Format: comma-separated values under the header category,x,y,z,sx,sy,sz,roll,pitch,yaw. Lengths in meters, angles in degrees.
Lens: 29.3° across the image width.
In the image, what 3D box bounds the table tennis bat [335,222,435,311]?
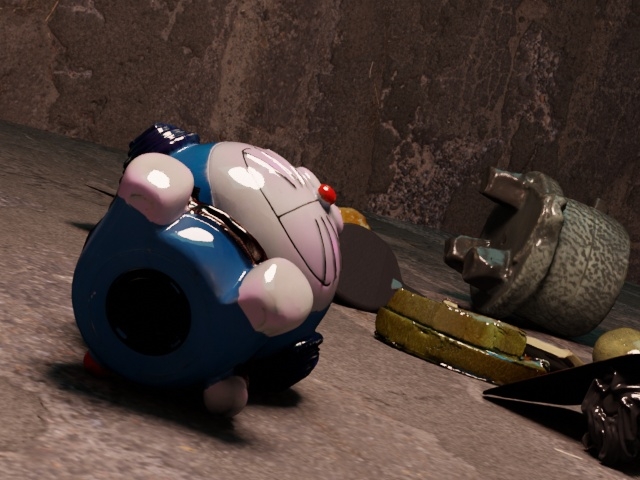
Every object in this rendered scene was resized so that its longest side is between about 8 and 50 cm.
category,x,y,z,sx,sy,sz,roll,pitch,yaw
table tennis bat,0.094,0.060,1.930,0.236,0.150,0.027,31,-40,-17

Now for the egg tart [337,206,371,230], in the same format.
category,x,y,z,sx,sy,sz,roll,pitch,yaw
egg tart,0.000,0.000,2.050,0.297,0.132,0.297,17,5,-2

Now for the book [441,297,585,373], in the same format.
category,x,y,z,sx,sy,sz,roll,pitch,yaw
book,0.295,0.157,1.777,0.231,0.026,0.157,23,-11,42

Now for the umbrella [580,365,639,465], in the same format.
category,x,y,z,sx,sy,sz,roll,pitch,yaw
umbrella,0.398,0.207,1.401,0.272,0.110,0.122,12,-27,-44

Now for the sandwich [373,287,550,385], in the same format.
category,x,y,z,sx,sy,sz,roll,pitch,yaw
sandwich,0.205,0.132,1.657,0.235,0.079,0.159,21,7,36

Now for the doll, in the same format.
category,x,y,z,sx,sy,sz,roll,pitch,yaw
doll,-0.102,0.022,1.154,0.284,0.240,0.310,56,22,-4

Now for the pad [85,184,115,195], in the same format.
category,x,y,z,sx,sy,sz,roll,pitch,yaw
pad,-0.180,0.020,1.943,0.315,0.063,0.375,19,-4,24

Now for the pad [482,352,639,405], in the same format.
category,x,y,z,sx,sy,sz,roll,pitch,yaw
pad,0.334,0.165,1.435,0.181,0.004,0.267,11,-21,-34

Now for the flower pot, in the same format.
category,x,y,z,sx,sy,sz,roll,pitch,yaw
flower pot,0.400,0.012,2.255,0.283,0.299,0.299,22,5,-10

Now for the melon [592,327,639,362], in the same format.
category,x,y,z,sx,sy,sz,roll,pitch,yaw
melon,0.463,0.181,1.840,0.098,0.098,0.131,15,3,-14
